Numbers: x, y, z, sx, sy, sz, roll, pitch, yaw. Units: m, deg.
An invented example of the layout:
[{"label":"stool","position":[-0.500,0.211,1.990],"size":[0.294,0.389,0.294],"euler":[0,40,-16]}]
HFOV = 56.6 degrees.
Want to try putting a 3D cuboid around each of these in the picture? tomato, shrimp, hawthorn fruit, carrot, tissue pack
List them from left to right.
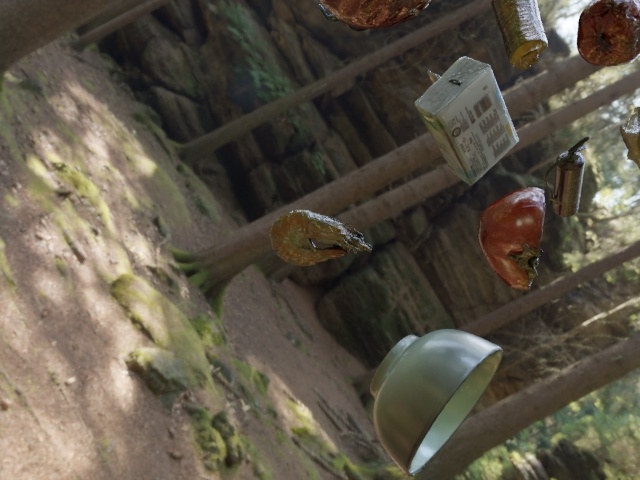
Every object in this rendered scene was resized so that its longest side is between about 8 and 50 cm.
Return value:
[{"label":"shrimp","position":[0.000,0.000,1.057],"size":[0.042,0.190,0.101],"euler":[-10,108,-73]},{"label":"tissue pack","position":[0.309,-0.268,1.311],"size":[0.229,0.159,0.145],"euler":[48,-2,-42]},{"label":"tomato","position":[0.282,-0.004,0.895],"size":[0.139,0.091,0.159],"euler":[-66,155,-52]},{"label":"carrot","position":[0.521,-0.576,1.560],"size":[0.114,0.114,0.301],"euler":[62,23,-52]},{"label":"hawthorn fruit","position":[0.682,-0.487,1.371],"size":[0.173,0.179,0.173],"euler":[10,-77,49]}]

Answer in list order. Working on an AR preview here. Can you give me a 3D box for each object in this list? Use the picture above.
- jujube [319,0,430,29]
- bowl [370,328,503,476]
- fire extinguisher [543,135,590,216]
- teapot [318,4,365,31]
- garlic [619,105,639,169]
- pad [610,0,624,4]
[{"label":"jujube","position":[0.083,-0.320,0.589],"size":[0.230,0.155,0.155],"euler":[-44,-111,46]},{"label":"bowl","position":[0.237,0.338,1.361],"size":[0.185,0.354,0.354],"euler":[35,-14,28]},{"label":"fire extinguisher","position":[0.405,-0.099,0.987],"size":[0.045,0.078,0.157],"euler":[59,-5,38]},{"label":"teapot","position":[0.033,-0.296,0.722],"size":[0.083,0.064,0.049],"euler":[-106,-147,-40]},{"label":"garlic","position":[0.589,-0.147,0.827],"size":[0.292,0.210,0.237],"euler":[2,-52,35]},{"label":"pad","position":[0.444,-0.438,0.782],"size":[0.004,0.267,0.181],"euler":[20,-41,51]}]
